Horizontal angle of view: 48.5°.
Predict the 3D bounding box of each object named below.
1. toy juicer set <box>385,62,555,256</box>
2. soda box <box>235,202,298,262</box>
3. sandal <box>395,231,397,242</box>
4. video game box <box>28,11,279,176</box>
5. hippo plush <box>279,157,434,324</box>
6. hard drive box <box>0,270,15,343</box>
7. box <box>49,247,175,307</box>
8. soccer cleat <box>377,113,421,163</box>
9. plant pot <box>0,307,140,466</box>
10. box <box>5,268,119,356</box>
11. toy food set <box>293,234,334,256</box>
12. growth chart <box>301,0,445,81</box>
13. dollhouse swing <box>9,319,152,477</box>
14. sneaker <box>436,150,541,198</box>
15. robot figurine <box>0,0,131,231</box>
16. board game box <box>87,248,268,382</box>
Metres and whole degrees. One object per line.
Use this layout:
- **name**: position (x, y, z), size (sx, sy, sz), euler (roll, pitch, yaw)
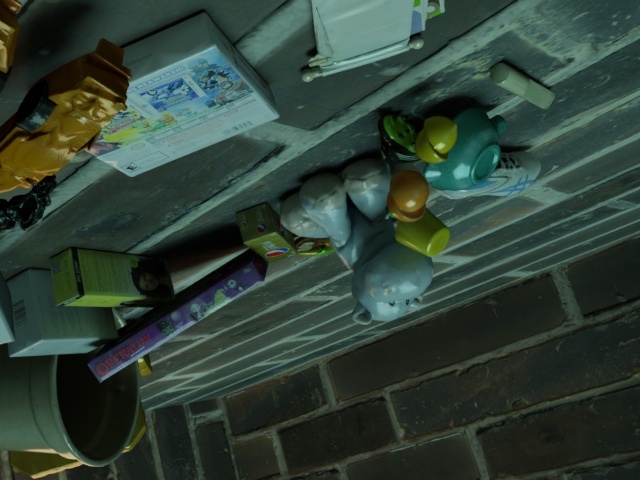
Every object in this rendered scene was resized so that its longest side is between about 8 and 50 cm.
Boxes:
- **toy juicer set**: position (0.198, -0.146, 1.026), size (0.329, 0.089, 0.209), euler (-52, 145, -1)
- **soda box**: position (-0.095, -0.010, 1.292), size (0.061, 0.058, 0.181), euler (-19, 164, 6)
- **sandal**: position (0.105, -0.010, 1.551), size (0.179, 0.040, 0.067), euler (-7, 163, 23)
- **video game box**: position (-0.171, -0.147, 0.770), size (0.205, 0.048, 0.187), euler (-20, 166, 11)
- **hippo plush**: position (0.064, 0.023, 1.211), size (0.234, 0.236, 0.294), euler (-6, 158, -27)
- **hard drive box**: position (-0.535, 0.069, 0.965), size (0.181, 0.089, 0.232), euler (-12, 150, -16)
- **box**: position (-0.359, 0.070, 1.249), size (0.058, 0.087, 0.232), euler (-23, 164, 27)
- **soccer cleat**: position (0.117, -0.142, 1.060), size (0.072, 0.060, 0.179), euler (-22, 166, 24)
- **plant pot**: position (-0.586, 0.300, 1.459), size (0.305, 0.334, 0.334), euler (-8, 166, 12)
- **box**: position (-0.462, 0.129, 1.259), size (0.091, 0.130, 0.170), euler (-25, 162, 26)
- **toy food set**: position (0.000, 0.000, 1.458), size (0.132, 0.038, 0.192), euler (-11, 163, -20)
- **growth chart**: position (0.062, -0.243, 0.729), size (0.172, 0.021, 0.237), euler (-16, 164, -6)
- **dollhouse swing**: position (-0.578, 0.393, 1.725), size (0.347, 0.305, 0.315), euler (-14, 164, -12)
- **sneaker**: position (0.311, -0.126, 1.273), size (0.237, 0.085, 0.086), euler (-12, 156, -28)
- **robot figurine**: position (-0.314, -0.103, 0.642), size (0.291, 0.085, 0.211), euler (-27, 138, 33)
- **board game box**: position (-0.255, 0.127, 1.335), size (0.347, 0.056, 0.208), euler (-32, -167, 4)
